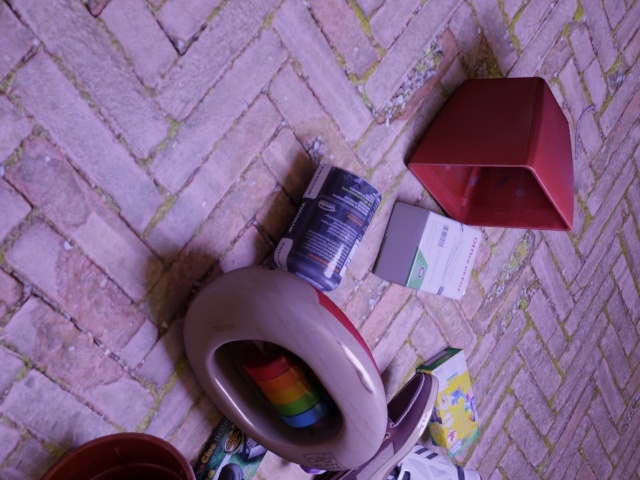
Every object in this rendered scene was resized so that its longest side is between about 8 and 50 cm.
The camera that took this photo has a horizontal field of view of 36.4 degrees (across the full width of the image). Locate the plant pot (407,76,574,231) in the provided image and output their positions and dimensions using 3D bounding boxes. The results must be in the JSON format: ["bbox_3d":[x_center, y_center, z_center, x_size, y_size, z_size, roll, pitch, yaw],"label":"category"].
[{"bbox_3d":[0.377,-0.188,1.995,0.267,0.267,0.235,42,60,-49],"label":"plant pot"}]

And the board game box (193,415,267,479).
[{"bbox_3d":[-0.147,0.372,1.761,0.259,0.030,0.136,-60,142,-15],"label":"board game box"}]

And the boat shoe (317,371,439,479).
[{"bbox_3d":[0.110,0.398,1.991,0.123,0.123,0.342,37,89,-11],"label":"boat shoe"}]

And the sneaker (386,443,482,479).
[{"bbox_3d":[0.196,0.587,2.029,0.169,0.257,0.447,-57,-174,24],"label":"sneaker"}]

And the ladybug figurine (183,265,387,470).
[{"bbox_3d":[-0.044,0.209,1.627,0.449,0.305,0.162,61,32,-30],"label":"ladybug figurine"}]

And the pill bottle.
[{"bbox_3d":[0.000,0.000,1.708,0.130,0.130,0.245,40,73,-49],"label":"pill bottle"}]

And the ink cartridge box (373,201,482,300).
[{"bbox_3d":[0.226,0.026,2.012,0.219,0.093,0.160,17,91,-51],"label":"ink cartridge box"}]

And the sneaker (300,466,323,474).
[{"bbox_3d":[-0.003,0.329,1.871,0.104,0.095,0.236,24,80,-44],"label":"sneaker"}]

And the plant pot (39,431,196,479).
[{"bbox_3d":[-0.277,0.478,1.483,0.272,0.272,0.265,-49,143,-26],"label":"plant pot"}]

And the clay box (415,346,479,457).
[{"bbox_3d":[0.294,0.371,2.222,0.127,0.053,0.222,-25,109,-42],"label":"clay box"}]

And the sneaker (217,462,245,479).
[{"bbox_3d":[-0.200,0.506,1.661,0.101,0.106,0.267,13,91,-82],"label":"sneaker"}]
